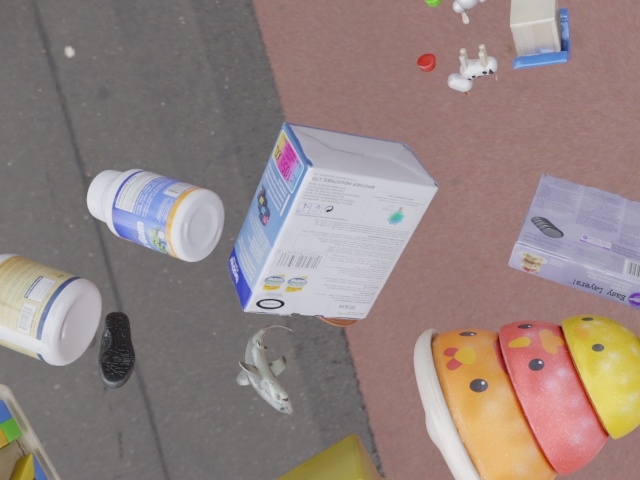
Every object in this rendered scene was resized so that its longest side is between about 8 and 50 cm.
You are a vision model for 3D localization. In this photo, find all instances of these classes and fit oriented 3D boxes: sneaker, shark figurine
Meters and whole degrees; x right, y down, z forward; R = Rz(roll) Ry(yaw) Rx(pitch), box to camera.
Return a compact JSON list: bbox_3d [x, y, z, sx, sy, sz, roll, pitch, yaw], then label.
[{"bbox_3d":[-0.308,0.176,1.234,0.051,0.170,0.089,3,129,-15],"label":"sneaker"},{"bbox_3d":[-0.156,0.291,1.959,0.166,0.278,0.116,29,122,-28],"label":"shark figurine"}]

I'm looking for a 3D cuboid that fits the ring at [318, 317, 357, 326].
[{"bbox_3d":[-0.009,0.060,1.991,0.032,0.336,0.337,-31,84,30],"label":"ring"}]

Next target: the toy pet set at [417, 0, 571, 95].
[{"bbox_3d":[0.147,-0.173,0.682,0.114,0.065,0.122,-3,56,23],"label":"toy pet set"}]

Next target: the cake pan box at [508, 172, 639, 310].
[{"bbox_3d":[0.502,-0.003,1.498,0.266,0.246,0.070,18,133,13],"label":"cake pan box"}]

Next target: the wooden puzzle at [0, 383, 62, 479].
[{"bbox_3d":[-0.708,0.489,1.719,0.080,0.348,0.322,-30,89,26],"label":"wooden puzzle"}]

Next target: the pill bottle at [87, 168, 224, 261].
[{"bbox_3d":[-0.346,-0.062,1.686,0.272,0.152,0.152,17,104,29],"label":"pill bottle"}]

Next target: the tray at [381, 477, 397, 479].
[{"bbox_3d":[0.096,0.783,2.059,0.202,0.411,0.076,11,129,-4],"label":"tray"}]

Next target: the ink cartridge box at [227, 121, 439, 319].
[{"bbox_3d":[0.000,0.000,1.519,0.395,0.270,0.151,-65,33,31],"label":"ink cartridge box"}]

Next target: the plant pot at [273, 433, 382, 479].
[{"bbox_3d":[0.039,0.522,1.540,0.212,0.187,0.212,-30,90,-6],"label":"plant pot"}]

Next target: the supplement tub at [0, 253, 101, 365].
[{"bbox_3d":[-0.743,0.165,2.071,0.316,0.228,0.228,18,104,13],"label":"supplement tub"}]

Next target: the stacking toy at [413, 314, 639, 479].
[{"bbox_3d":[0.426,0.231,1.368,0.479,0.350,0.351,-27,86,15],"label":"stacking toy"}]
